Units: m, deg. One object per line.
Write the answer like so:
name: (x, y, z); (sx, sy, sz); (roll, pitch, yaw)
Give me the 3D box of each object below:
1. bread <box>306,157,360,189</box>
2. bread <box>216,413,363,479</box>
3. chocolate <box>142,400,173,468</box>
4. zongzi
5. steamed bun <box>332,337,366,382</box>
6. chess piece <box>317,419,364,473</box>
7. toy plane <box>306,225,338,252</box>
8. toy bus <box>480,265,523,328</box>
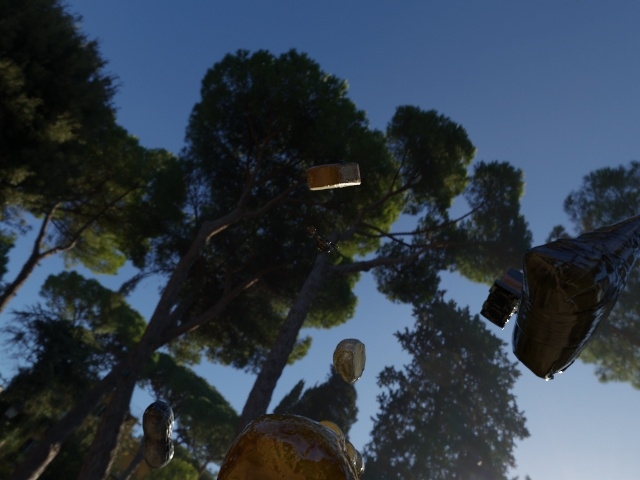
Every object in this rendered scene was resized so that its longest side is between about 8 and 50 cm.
bread: (0.033, -0.183, 1.242); (0.122, 0.149, 0.073); (-3, -84, 49)
bread: (-0.049, 0.556, 1.079); (0.361, 0.250, 0.394); (18, -25, 8)
chocolate: (-0.387, 0.461, 1.064); (0.072, 0.072, 0.166); (3, -83, 26)
zongzi: (0.506, 0.097, 0.852); (0.138, 0.300, 0.286); (40, -30, 45)
steamed bun: (0.114, 0.482, 1.814); (0.106, 0.182, 0.182); (0, -58, 25)
chess piece: (0.071, 0.726, 1.511); (0.117, 0.117, 0.397); (4, -35, 25)
toy plane: (0.000, 0.000, 1.342); (0.049, 0.031, 0.121); (-26, -58, 40)
toy bus: (0.551, 0.170, 1.329); (0.091, 0.103, 0.182); (35, -30, 27)
